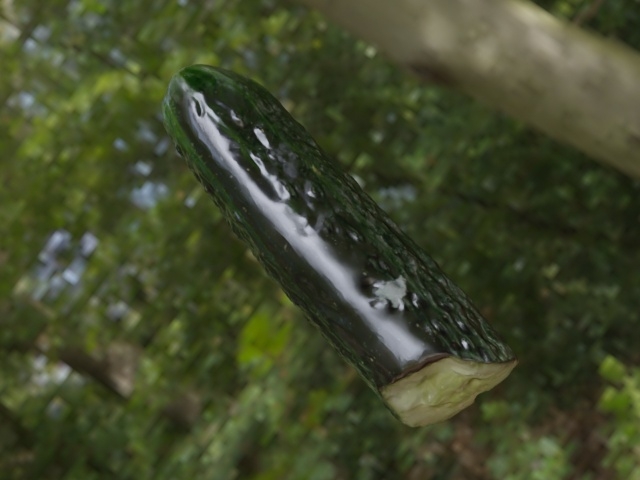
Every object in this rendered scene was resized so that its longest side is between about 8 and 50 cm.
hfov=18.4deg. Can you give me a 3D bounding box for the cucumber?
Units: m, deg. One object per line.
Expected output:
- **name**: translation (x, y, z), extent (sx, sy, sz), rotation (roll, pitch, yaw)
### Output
- **cucumber**: translation (0.000, -0.001, 1.064), extent (0.074, 0.241, 0.074), rotation (-41, -11, -9)
